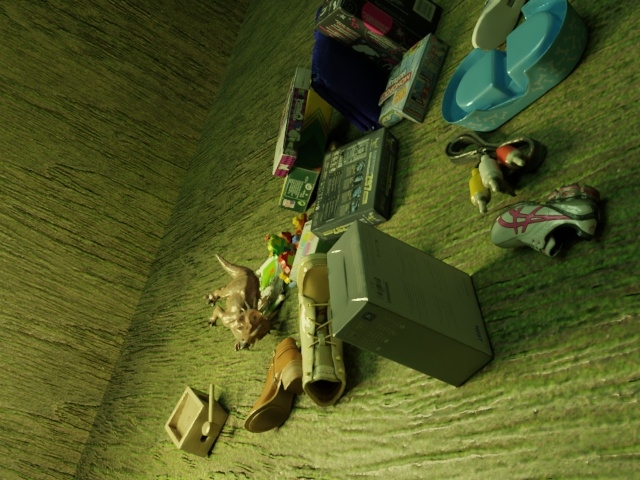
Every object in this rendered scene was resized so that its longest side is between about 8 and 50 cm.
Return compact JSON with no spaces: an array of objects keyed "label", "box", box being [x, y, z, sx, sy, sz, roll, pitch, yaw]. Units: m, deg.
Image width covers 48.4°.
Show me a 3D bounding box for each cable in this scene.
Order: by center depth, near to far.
[{"label":"cable","box":[0.282,-0.153,1.219,0.139,0.072,0.287,-51,25,18]}]

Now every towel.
[{"label":"towel","box":[0.065,-0.422,1.769,0.076,0.227,0.308,-37,36,37]}]

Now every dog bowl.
[{"label":"dog bowl","box":[0.336,-0.300,1.246,0.297,0.074,0.166,-37,34,47]}]

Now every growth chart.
[{"label":"growth chart","box":[-0.139,0.123,1.927,0.172,0.021,0.237,-51,26,33]}]

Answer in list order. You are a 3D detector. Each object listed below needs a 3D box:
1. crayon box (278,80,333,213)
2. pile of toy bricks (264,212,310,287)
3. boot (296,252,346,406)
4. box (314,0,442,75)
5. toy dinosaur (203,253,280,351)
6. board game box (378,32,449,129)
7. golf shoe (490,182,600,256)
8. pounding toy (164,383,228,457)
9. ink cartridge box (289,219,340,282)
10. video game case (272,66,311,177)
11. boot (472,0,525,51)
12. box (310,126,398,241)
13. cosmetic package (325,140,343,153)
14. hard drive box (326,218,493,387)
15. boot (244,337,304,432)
[{"label":"crayon box","box":[-0.033,-0.261,1.937,0.202,0.081,0.319,113,169,-58]},{"label":"pile of toy bricks","box":[-0.094,0.017,1.824,0.118,0.105,0.212,-45,29,39]},{"label":"boot","box":[0.002,0.173,1.362,0.203,0.095,0.262,-92,3,-46]},{"label":"box","box":[0.137,-0.531,1.697,0.142,0.247,0.163,-10,57,62]},{"label":"toy dinosaur","box":[-0.192,0.155,1.810,0.200,0.127,0.296,-36,55,45]},{"label":"board game box","box":[0.195,-0.339,1.619,0.194,0.060,0.194,-26,43,56]},{"label":"golf shoe","box":[0.311,-0.015,1.018,0.186,0.067,0.086,-28,43,55]},{"label":"pounding toy","box":[-0.289,0.459,1.826,0.181,0.094,0.206,-60,32,-3]},{"label":"ink cartridge box","box":[0.000,0.000,1.692,0.109,0.062,0.209,-22,47,59]},{"label":"video game case","box":[-0.071,-0.276,1.711,0.232,0.041,0.210,142,138,-78]},{"label":"boot","box":[0.350,-0.452,1.402,0.190,0.069,0.086,-56,16,1]},{"label":"box","box":[0.077,-0.125,1.601,0.183,0.059,0.233,-21,47,38]},{"label":"cosmetic package","box":[0.052,-0.201,1.790,0.041,0.060,0.115,-56,22,22]},{"label":"hard drive box","box":[0.132,0.095,1.083,0.089,0.232,0.181,-50,26,32]},{"label":"boot","box":[-0.101,0.320,1.579,0.197,0.073,0.152,-46,28,13]}]
